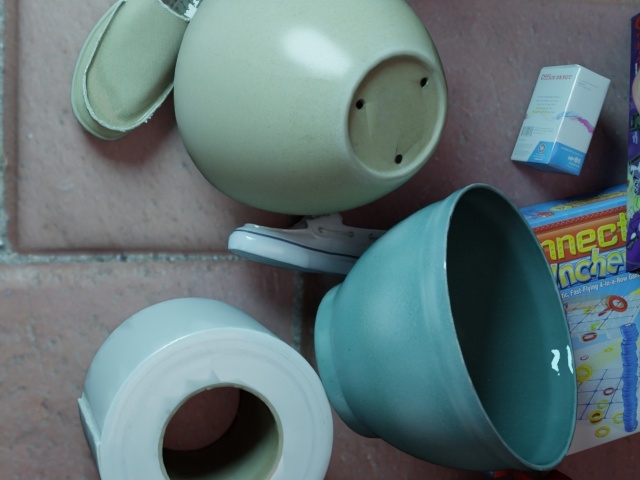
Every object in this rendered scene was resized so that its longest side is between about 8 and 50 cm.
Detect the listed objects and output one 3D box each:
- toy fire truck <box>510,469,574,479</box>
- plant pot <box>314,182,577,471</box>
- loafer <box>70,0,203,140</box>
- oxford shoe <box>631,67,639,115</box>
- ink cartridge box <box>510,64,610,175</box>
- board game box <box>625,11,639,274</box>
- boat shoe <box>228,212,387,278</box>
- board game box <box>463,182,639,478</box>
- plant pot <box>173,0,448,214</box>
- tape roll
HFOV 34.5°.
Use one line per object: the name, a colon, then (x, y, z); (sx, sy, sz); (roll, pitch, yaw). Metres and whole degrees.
toy fire truck: (0.215, 0.368, 1.225); (0.246, 0.158, 0.217); (34, 99, -27)
plant pot: (0.119, 0.107, 1.081); (0.293, 0.196, 0.293); (31, 51, -47)
loafer: (-0.170, -0.226, 1.071); (0.102, 0.092, 0.268); (31, 87, -21)
oxford shoe: (0.507, -0.227, 1.220); (0.348, 0.130, 0.123); (-32, 89, -29)
ink cartridge box: (0.290, -0.146, 1.245); (0.052, 0.088, 0.122); (17, 92, -20)
board game box: (0.474, -0.104, 1.269); (0.208, 0.056, 0.346); (16, 68, -25)
boat shoe: (0.000, 0.000, 1.180); (0.226, 0.083, 0.075); (13, 83, -32)
board game box: (0.310, 0.105, 1.290); (0.308, 0.086, 0.301); (-14, 102, -17)
plant pot: (0.019, -0.144, 1.054); (0.284, 0.191, 0.284); (-14, 115, -32)
tape roll: (-0.126, 0.195, 1.108); (0.246, 0.169, 0.246); (-3, 99, -20)
